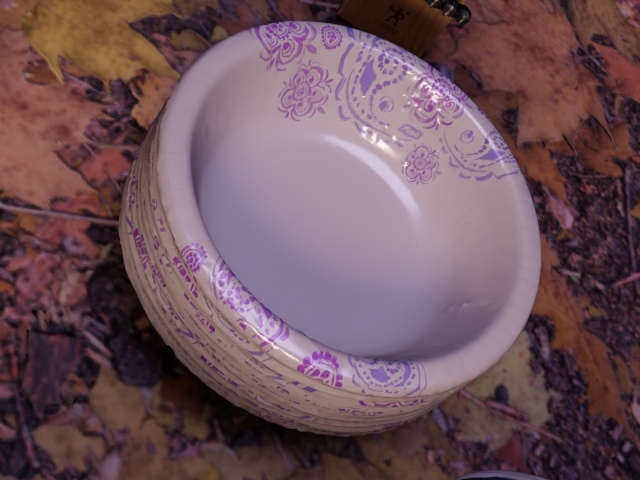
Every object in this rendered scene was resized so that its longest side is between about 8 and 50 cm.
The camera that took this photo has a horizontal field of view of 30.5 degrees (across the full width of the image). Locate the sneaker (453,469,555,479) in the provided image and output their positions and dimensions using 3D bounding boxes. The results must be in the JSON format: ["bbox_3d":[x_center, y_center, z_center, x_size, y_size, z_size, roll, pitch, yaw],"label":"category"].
[{"bbox_3d":[0.131,0.222,0.701,0.153,0.099,0.282,7,15,-38],"label":"sneaker"}]

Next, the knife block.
[{"bbox_3d":[0.117,-0.284,1.004,0.088,0.242,0.275,29,52,-11],"label":"knife block"}]

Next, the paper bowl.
[{"bbox_3d":[0.000,0.000,0.828,0.284,0.148,0.284,14,56,-22],"label":"paper bowl"}]
